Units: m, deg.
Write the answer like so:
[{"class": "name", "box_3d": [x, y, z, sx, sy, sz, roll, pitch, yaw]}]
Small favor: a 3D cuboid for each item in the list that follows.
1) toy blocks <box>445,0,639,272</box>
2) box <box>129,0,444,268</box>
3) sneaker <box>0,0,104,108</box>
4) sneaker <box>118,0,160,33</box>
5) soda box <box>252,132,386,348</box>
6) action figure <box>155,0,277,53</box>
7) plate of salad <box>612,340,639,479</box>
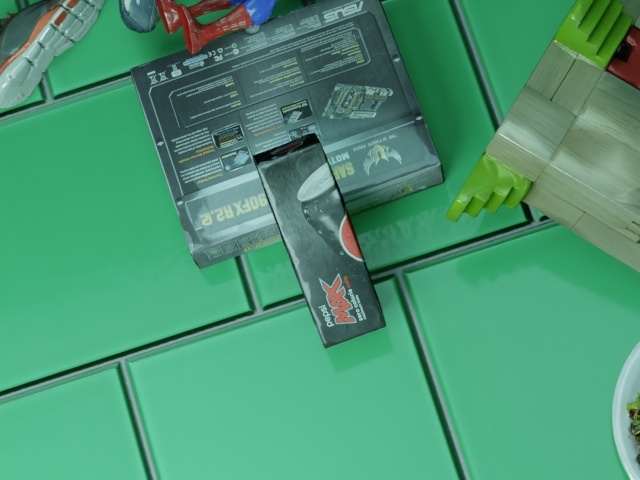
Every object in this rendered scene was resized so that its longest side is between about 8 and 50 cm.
[{"class": "toy blocks", "box_3d": [0.314, -0.118, 1.573, 0.261, 0.191, 0.381, 31, 72, 3]}, {"class": "box", "box_3d": [-0.029, -0.100, 1.656, 0.231, 0.056, 0.183, -20, 73, 0]}, {"class": "sneaker", "box_3d": [-0.258, -0.195, 1.712, 0.065, 0.061, 0.158, 37, 80, 22]}, {"class": "sneaker", "box_3d": [-0.083, -0.302, 1.701, 0.122, 0.110, 0.283, 29, 83, -1]}, {"class": "soda box", "box_3d": [0.000, 0.000, 1.582, 0.060, 0.053, 0.169, -20, 104, 1]}, {"class": "action figure", "box_3d": [-0.011, -0.279, 1.649, 0.280, 0.139, 0.091, -24, 36, -17]}, {"class": "plate of salad", "box_3d": [0.337, 0.142, 1.543, 0.200, 0.048, 0.199, -2, 73, 6]}]
